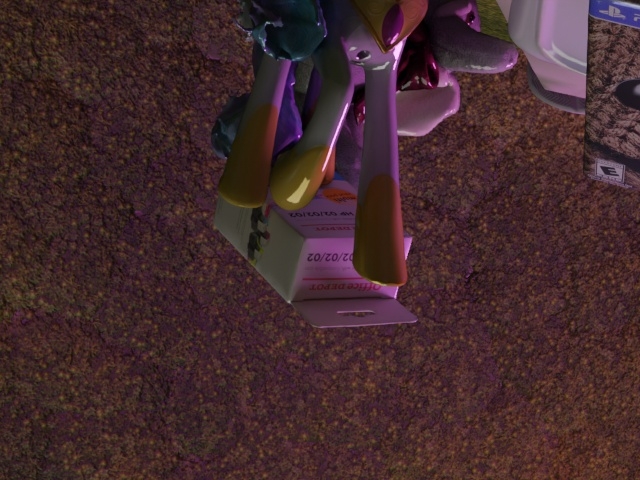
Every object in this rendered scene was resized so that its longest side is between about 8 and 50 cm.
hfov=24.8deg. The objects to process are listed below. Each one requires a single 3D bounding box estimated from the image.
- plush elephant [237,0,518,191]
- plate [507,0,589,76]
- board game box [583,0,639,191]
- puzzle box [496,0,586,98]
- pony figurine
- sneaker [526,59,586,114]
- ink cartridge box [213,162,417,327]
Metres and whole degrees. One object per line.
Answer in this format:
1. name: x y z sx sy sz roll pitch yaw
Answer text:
1. plush elephant: 0.080 -0.209 1.535 0.255 0.272 0.330 -10 -152 -20
2. plate: 0.288 -0.187 1.222 0.277 0.045 0.278 21 159 12
3. board game box: 0.316 -0.133 1.023 0.232 0.141 0.291 16 162 15
4. puzzle box: 0.304 -0.214 1.396 0.272 0.052 0.409 16 170 24
5. pony figurine: 0.016 -0.198 1.099 0.303 0.363 0.351 5 -156 -20
6. sneaker: 0.423 -0.211 1.781 0.321 0.124 0.180 -2 175 39
7. ink cartridge box: 0.000 0.000 1.184 0.104 0.061 0.181 -1 -153 -32
